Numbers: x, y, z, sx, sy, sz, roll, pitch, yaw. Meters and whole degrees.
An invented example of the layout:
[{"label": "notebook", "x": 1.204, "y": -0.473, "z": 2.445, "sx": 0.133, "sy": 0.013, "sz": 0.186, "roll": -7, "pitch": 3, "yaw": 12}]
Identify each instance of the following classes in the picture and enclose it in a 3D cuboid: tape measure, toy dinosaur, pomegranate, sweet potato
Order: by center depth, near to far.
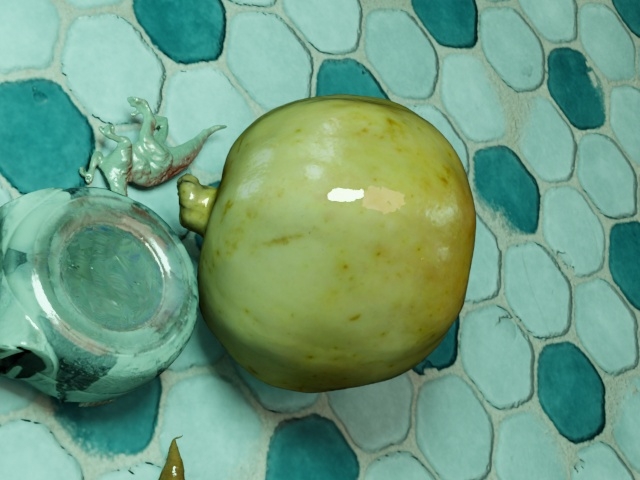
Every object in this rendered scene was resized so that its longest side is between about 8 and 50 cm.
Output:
[{"label": "tape measure", "x": -0.288, "y": 0.065, "z": 1.764, "sx": 0.275, "sy": 0.147, "sz": 0.256, "roll": 17, "pitch": 58, "yaw": -30}, {"label": "sweet potato", "x": -0.179, "y": 0.331, "z": 1.797, "sx": 0.056, "sy": 0.056, "sz": 0.194, "roll": 20, "pitch": 54, "yaw": -33}, {"label": "pomegranate", "x": 0.000, "y": 0.000, "z": 1.889, "sx": 0.412, "sy": 0.411, "sz": 0.411, "roll": 19, "pitch": 59, "yaw": -34}, {"label": "toy dinosaur", "x": -0.218, "y": -0.111, "z": 1.972, "sx": 0.242, "sy": 0.053, "sz": 0.167, "roll": -4, "pitch": 74, "yaw": -43}]
